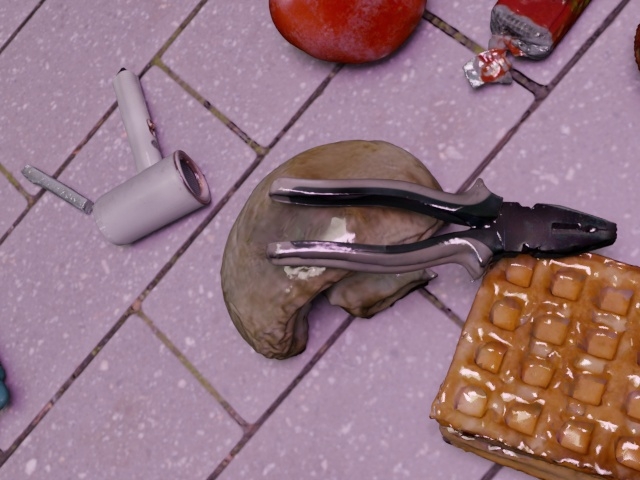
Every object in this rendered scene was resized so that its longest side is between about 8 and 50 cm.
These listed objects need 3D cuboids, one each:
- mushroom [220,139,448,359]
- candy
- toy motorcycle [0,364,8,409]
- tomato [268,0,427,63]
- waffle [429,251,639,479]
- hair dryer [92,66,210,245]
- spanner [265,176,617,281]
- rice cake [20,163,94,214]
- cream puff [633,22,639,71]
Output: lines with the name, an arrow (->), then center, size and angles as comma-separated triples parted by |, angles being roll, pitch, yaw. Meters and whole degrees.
mushroom -> -0.001, -0.008, 0.880 | 0.267, 0.164, 0.189 | -31, 69, 10
candy -> 0.261, -0.282, 0.915 | 0.086, 0.059, 0.292 | 36, 89, 25
toy motorcycle -> -0.483, 0.173, 1.036 | 0.198, 0.109, 0.296 | -14, 73, 13
tomato -> 0.029, -0.285, 0.951 | 0.187, 0.151, 0.187 | -3, 81, 18
waffle -> 0.280, 0.133, 0.762 | 0.308, 0.091, 0.212 | 16, 69, 22
hair dryer -> -0.234, -0.120, 1.045 | 0.131, 0.073, 0.236 | -26, 66, 13
spanner -> 0.113, -0.011, 0.771 | 0.325, 0.040, 0.095 | 2, 73, -2
rice cake -> -0.346, -0.068, 1.094 | 0.121, 0.022, 0.021 | 29, 79, 23
cream puff -> 0.387, -0.186, 0.827 | 0.149, 0.084, 0.149 | -3, 60, 5
